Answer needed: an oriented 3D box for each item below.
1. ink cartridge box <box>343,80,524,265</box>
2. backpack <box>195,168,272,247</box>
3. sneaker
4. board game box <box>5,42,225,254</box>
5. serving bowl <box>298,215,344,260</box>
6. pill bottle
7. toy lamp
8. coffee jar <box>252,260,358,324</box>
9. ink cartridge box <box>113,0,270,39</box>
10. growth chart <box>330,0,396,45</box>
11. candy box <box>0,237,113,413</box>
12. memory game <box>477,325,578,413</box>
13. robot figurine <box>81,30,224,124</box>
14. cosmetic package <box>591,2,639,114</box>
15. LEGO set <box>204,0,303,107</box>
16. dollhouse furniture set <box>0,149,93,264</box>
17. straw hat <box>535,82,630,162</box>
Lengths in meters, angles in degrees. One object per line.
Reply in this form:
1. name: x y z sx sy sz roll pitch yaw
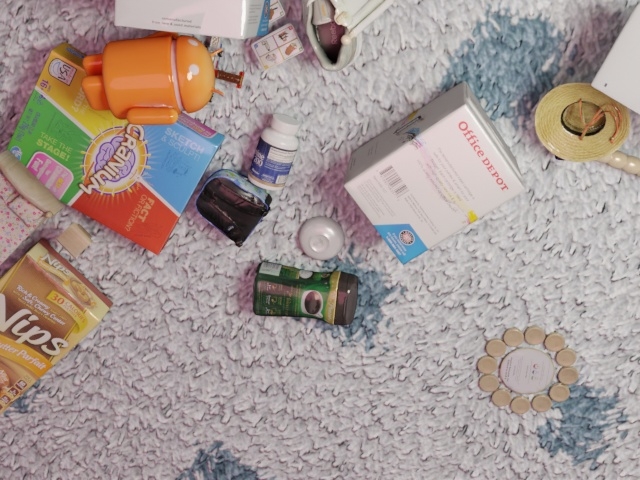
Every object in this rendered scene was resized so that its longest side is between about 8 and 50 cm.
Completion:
1. ink cartridge box: 0.184 -0.113 1.558 0.232 0.168 0.171 -32 106 18
2. backpack: -0.153 -0.067 1.664 0.114 0.084 0.105 34 113 -12
3. sneaker: 0.007 -0.386 1.492 0.099 0.121 0.262 -14 110 11
4. board game box: -0.359 -0.154 1.663 0.316 0.064 0.242 29 113 -6
5. serving bowl: 0.000 0.000 1.704 0.083 0.027 0.083 3 113 7
6. pill bottle: -0.076 -0.150 1.629 0.067 0.067 0.120 20 113 -2
7. toy lamp: 0.522 -0.115 1.569 0.274 0.080 0.080 21 113 1
8. coffee jar: -0.025 0.095 1.719 0.184 0.079 0.096 8 111 5
9. ink cartridge box: -0.178 -0.447 1.429 0.197 0.198 0.270 7 104 6
10. growth chart: 0.031 -0.434 1.460 0.021 0.172 0.237 -17 110 55
11. candy box: -0.565 0.166 1.807 0.316 0.087 0.183 -41 103 20
12. memory game: 0.380 0.238 1.767 0.186 0.012 0.186 3 113 6
13. robot figurine: -0.263 -0.260 1.524 0.219 0.158 0.128 -4 112 1
14. cosmetic package: 0.553 -0.226 1.395 0.224 0.224 0.138 38 114 25
15. LEGO set: -0.167 -0.336 1.588 0.244 0.060 0.182 -26 95 15
16. dollhouse furniture set: -0.625 -0.010 1.609 0.303 0.174 0.355 -42 99 15
17. straw hat: 0.412 -0.194 1.500 0.144 0.061 0.144 13 127 18
